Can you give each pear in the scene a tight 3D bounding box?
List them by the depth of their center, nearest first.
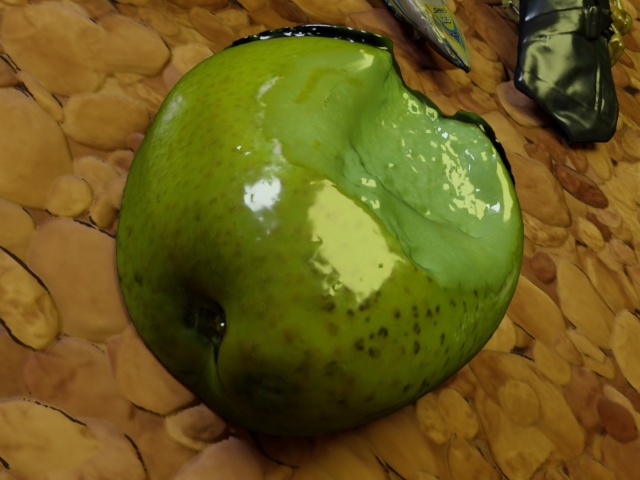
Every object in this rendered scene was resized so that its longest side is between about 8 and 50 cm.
[{"bbox_3d":[0.000,0.000,0.741,0.292,0.159,0.292,23,43,-24],"label":"pear"}]

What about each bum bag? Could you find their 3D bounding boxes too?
[{"bbox_3d":[0.264,-0.246,1.250,0.137,0.074,0.310,16,62,-27],"label":"bum bag"}]

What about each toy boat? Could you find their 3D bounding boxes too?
[{"bbox_3d":[0.092,-0.245,1.148,0.084,0.066,0.210,-9,60,-45],"label":"toy boat"}]

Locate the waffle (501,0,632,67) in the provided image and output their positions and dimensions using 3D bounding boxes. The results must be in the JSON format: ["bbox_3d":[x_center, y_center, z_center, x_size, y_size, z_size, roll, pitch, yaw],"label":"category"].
[{"bbox_3d":[0.264,-0.314,1.388,0.291,0.051,0.291,25,39,-22],"label":"waffle"}]
